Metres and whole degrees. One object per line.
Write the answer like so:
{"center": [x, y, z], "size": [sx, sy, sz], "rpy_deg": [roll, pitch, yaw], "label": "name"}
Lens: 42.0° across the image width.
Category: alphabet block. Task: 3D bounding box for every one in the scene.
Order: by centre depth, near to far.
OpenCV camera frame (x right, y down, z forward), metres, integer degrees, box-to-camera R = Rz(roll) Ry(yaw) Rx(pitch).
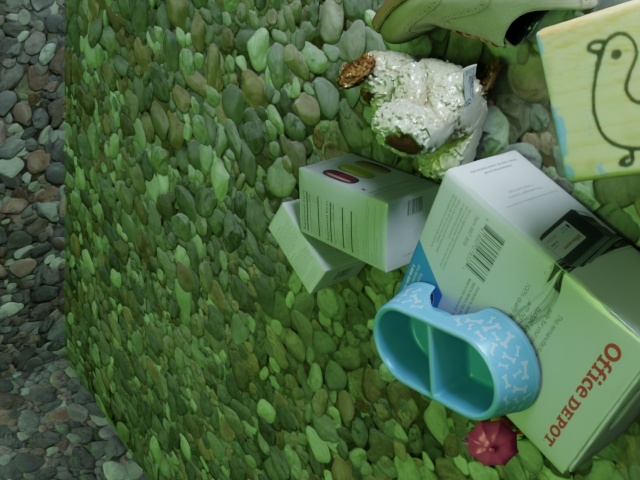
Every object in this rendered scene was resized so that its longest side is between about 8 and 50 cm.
{"center": [0.397, -0.181, 0.947], "size": [0.197, 0.193, 0.192], "rpy_deg": [-6, 101, 54], "label": "alphabet block"}

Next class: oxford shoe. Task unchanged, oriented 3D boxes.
{"center": [0.226, -0.341, 1.229], "size": [0.397, 0.140, 0.146], "rpy_deg": [-9, 105, 56], "label": "oxford shoe"}

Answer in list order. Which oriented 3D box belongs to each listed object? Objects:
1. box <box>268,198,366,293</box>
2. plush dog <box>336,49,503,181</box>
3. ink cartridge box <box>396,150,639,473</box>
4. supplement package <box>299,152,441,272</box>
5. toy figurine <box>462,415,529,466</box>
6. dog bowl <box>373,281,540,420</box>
{"center": [0.000, 0.000, 1.678], "size": [0.170, 0.130, 0.091], "rpy_deg": [58, 143, 20], "label": "box"}
{"center": [0.150, -0.236, 1.335], "size": [0.225, 0.262, 0.210], "rpy_deg": [32, 96, 30], "label": "plush dog"}
{"center": [0.328, 0.100, 1.253], "size": [0.395, 0.166, 0.285], "rpy_deg": [48, 139, 31], "label": "ink cartridge box"}
{"center": [0.086, -0.058, 1.530], "size": [0.244, 0.139, 0.133], "rpy_deg": [26, 126, 45], "label": "supplement package"}
{"center": [0.299, 0.316, 1.392], "size": [0.173, 0.159, 0.130], "rpy_deg": [-20, 89, 55], "label": "toy figurine"}
{"center": [0.192, 0.170, 1.264], "size": [0.297, 0.074, 0.165], "rpy_deg": [21, 123, 49], "label": "dog bowl"}
